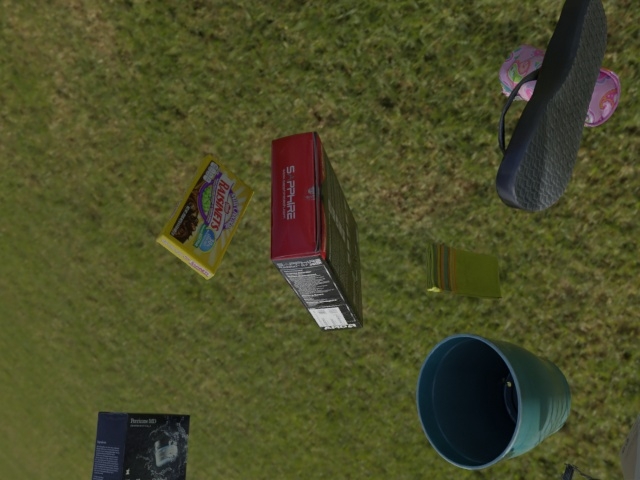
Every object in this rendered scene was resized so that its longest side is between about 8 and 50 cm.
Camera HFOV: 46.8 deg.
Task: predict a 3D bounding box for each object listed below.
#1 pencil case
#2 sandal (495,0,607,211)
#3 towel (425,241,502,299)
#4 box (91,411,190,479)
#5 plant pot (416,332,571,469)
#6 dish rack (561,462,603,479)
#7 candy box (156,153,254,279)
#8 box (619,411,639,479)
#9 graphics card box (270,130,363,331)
[{"bbox_3d":[0.464,-0.309,1.467,0.124,0.124,0.284,66,174,-27],"label":"pencil case"},{"bbox_3d":[0.217,-0.128,0.709,0.054,0.255,0.097,5,144,38],"label":"sandal"},{"bbox_3d":[0.314,0.069,1.602,0.021,0.237,0.102,-13,72,48],"label":"towel"},{"bbox_3d":[-0.338,0.406,1.399,0.093,0.158,0.156,-9,163,37],"label":"box"},{"bbox_3d":[0.392,0.338,1.588,0.271,0.255,0.272,-11,76,50],"label":"plant pot"},{"bbox_3d":[0.537,0.578,1.547,0.074,0.208,0.271,20,174,9],"label":"dish rack"},{"bbox_3d":[-0.183,-0.042,1.207,0.105,0.206,0.027,42,132,-22],"label":"candy box"},{"bbox_3d":[0.579,0.393,1.175,0.148,0.311,0.121,23,107,12],"label":"box"},{"bbox_3d":[0.000,0.000,1.355,0.094,0.233,0.371,-8,154,12],"label":"graphics card box"}]
